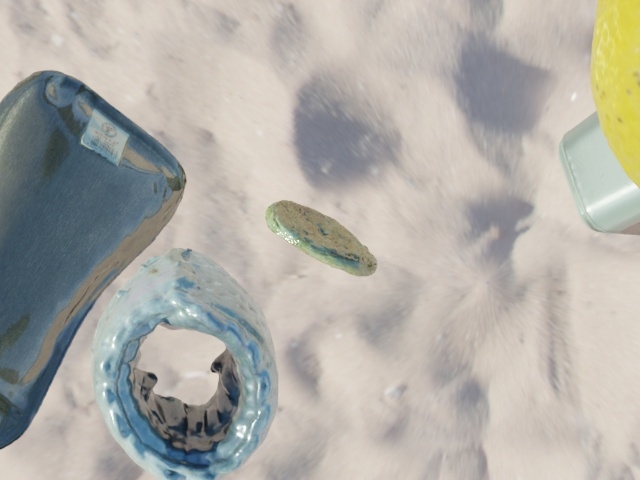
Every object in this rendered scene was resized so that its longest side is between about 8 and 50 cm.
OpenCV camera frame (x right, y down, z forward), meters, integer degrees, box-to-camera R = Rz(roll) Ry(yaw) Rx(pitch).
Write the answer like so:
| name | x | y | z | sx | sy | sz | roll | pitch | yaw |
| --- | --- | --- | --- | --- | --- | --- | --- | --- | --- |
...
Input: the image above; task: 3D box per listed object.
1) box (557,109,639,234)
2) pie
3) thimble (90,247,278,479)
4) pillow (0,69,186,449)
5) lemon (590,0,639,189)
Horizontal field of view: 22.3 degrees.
| name | x | y | z | sx | sy | sz | roll | pitch | yaw |
| --- | --- | --- | --- | --- | --- | --- | --- | --- | --- |
| box | 0.428 | -0.094 | 1.879 | 0.182 | 0.312 | 0.175 | -33 | 65 | 41 |
| pie | 0.000 | 0.000 | 1.082 | 0.084 | 0.084 | 0.021 | 31 | 104 | 6 |
| thimble | -0.151 | 0.138 | 1.790 | 0.205 | 0.172 | 0.250 | -4 | 108 | -5 |
| pillow | -0.178 | 0.008 | 0.948 | 0.130 | 0.033 | 0.217 | 37 | 73 | -13 |
| lemon | 0.276 | -0.129 | 0.974 | 0.228 | 0.228 | 0.253 | 6 | 94 | 6 |
